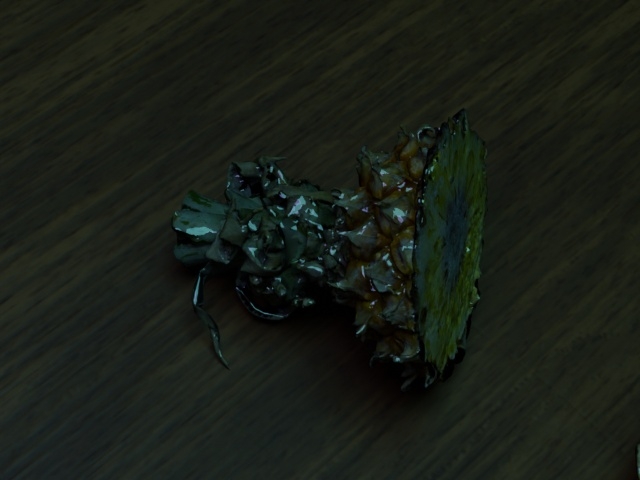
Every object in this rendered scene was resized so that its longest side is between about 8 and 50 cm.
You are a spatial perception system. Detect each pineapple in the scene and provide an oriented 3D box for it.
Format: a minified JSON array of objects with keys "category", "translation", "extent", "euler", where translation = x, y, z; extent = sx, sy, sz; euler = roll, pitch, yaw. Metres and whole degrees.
[{"category":"pineapple","translation":[0.000,0.000,1.535],"extent":[0.272,0.262,0.262],"euler":[5,52,20]}]

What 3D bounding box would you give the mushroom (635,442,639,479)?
[{"category":"mushroom","translation":[0.375,0.183,1.428],"extent":[0.208,0.301,0.233],"euler":[-25,44,11]}]
